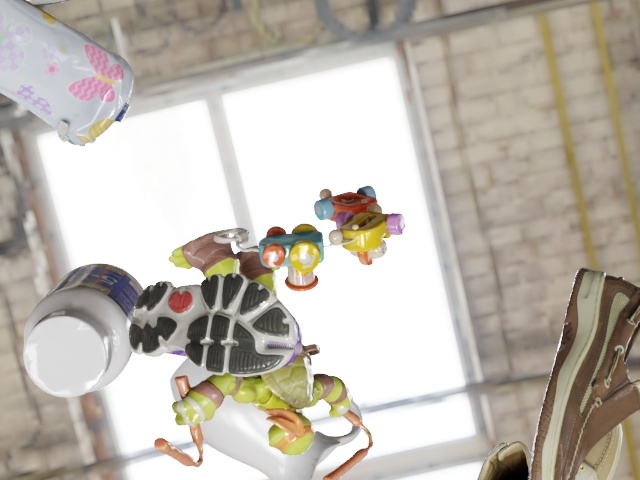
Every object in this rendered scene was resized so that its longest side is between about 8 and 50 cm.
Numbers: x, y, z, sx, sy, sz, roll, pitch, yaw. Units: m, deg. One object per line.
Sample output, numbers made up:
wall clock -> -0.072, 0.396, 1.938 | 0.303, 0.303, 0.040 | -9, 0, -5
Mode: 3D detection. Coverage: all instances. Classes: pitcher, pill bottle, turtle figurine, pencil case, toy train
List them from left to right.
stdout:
pencil case -> -0.354, -0.217, 1.895 | 0.124, 0.273, 0.113 | -56, -147, 6
pill bottle -> -0.243, 0.095, 1.667 | 0.112, 0.112, 0.187 | -12, -169, 5
turtle figurine -> -0.057, 0.099, 1.382 | 0.269, 0.217, 0.087 | 5, 145, -47
pitcher -> -0.062, 0.196, 1.915 | 0.178, 0.207, 0.125 | -40, 172, -42
toy train -> 0.000, 0.000, 1.347 | 0.166, 0.046, 0.125 | -20, -158, -35

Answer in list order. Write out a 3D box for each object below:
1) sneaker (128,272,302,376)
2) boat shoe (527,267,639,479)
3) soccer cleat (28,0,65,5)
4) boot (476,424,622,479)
sneaker -> -0.062, 0.058, 1.111 | 0.071, 0.068, 0.170 | 15, 175, -37
boat shoe -> 0.264, 0.142, 1.533 | 0.095, 0.095, 0.257 | 14, -118, 10
soccer cleat -> -0.413, -0.319, 1.964 | 0.318, 0.116, 0.109 | -23, -125, -7
boot -> 0.249, 0.251, 1.776 | 0.077, 0.165, 0.213 | 27, -105, 35
